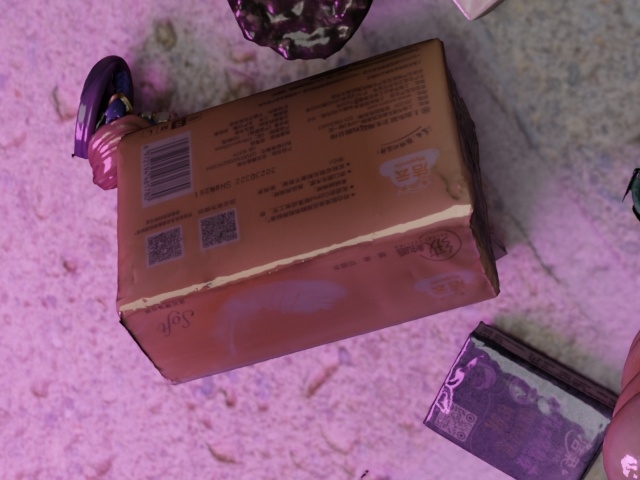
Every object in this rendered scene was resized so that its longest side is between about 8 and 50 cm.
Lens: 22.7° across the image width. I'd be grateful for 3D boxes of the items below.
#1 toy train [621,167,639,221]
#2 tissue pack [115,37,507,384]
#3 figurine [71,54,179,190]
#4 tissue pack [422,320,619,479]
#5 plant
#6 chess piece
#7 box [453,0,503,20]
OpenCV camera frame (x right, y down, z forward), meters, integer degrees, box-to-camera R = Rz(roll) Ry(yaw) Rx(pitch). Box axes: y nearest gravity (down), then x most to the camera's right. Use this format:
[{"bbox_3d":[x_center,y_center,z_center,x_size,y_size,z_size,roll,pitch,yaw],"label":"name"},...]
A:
[{"bbox_3d":[0.368,-0.087,1.245,0.202,0.120,0.300,29,136,15],"label":"toy train"},{"bbox_3d":[0.000,0.000,1.383,0.306,0.238,0.238,-16,99,12],"label":"tissue pack"},{"bbox_3d":[-0.163,-0.090,1.491,0.157,0.126,0.114,33,72,0],"label":"figurine"},{"bbox_3d":[0.185,0.160,1.460,0.156,0.051,0.112,30,116,10],"label":"tissue pack"},{"bbox_3d":[-0.015,-0.238,1.356,0.132,0.194,0.129,34,118,-19],"label":"plant"},{"bbox_3d":[0.300,0.140,1.296,0.143,0.261,0.142,5,103,20],"label":"chess piece"},{"bbox_3d":[0.115,-0.335,1.337,0.164,0.069,0.256,-39,89,25],"label":"box"}]
